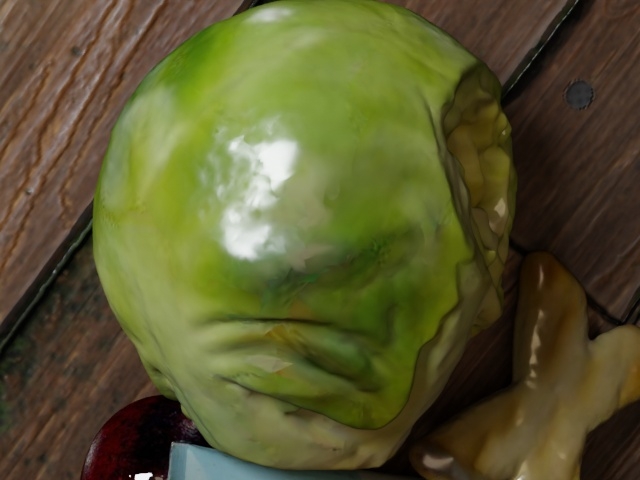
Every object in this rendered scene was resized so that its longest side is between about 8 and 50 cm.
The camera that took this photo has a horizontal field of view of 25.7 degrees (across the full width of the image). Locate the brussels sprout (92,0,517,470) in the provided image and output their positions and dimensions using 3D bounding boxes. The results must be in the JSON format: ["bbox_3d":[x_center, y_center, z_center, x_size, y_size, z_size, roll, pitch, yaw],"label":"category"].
[{"bbox_3d":[0.000,0.000,0.971,0.344,0.268,0.344,-3,107,-11],"label":"brussels sprout"}]

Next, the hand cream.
[{"bbox_3d":[0.017,0.217,1.055,0.312,0.070,0.111,11,85,-31],"label":"hand cream"}]

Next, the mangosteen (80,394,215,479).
[{"bbox_3d":[-0.118,0.194,1.069,0.152,0.152,0.152,-1,101,-5],"label":"mangosteen"}]

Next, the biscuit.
[{"bbox_3d":[0.176,0.131,1.095,0.164,0.047,0.208,39,71,-13],"label":"biscuit"}]
